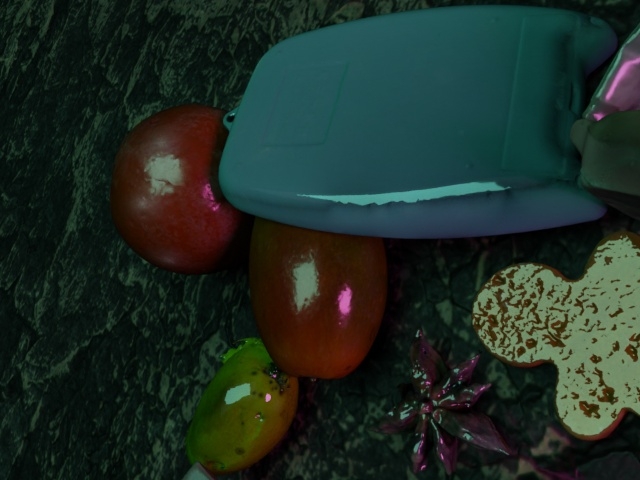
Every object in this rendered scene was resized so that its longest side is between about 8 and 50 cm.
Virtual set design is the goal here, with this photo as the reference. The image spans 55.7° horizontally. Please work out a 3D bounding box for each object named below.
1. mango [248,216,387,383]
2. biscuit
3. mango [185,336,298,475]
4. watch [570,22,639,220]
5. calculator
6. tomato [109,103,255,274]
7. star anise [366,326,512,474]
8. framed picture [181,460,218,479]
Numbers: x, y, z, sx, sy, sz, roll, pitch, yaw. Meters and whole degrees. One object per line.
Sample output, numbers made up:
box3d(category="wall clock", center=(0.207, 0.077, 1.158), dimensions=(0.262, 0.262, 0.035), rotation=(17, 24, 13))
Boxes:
box3d(category="mango", center=(-0.004, 0.003, 0.644), dimensions=(0.146, 0.129, 0.289), rotation=(-25, 52, 29))
box3d(category="biscuit", center=(0.237, 0.077, 0.466), dimensions=(0.250, 0.036, 0.165), rotation=(10, 80, 39))
box3d(category="mango", center=(-0.087, 0.190, 0.665), dimensions=(0.178, 0.100, 0.119), rotation=(-54, 11, 23))
box3d(category="watch", center=(0.310, -0.110, 0.362), dimensions=(0.253, 0.162, 0.241), rotation=(25, 98, 48))
box3d(category="calculator", center=(0.067, -0.122, 0.583), dimensions=(0.387, 0.054, 0.256), rotation=(3, 63, 26))
box3d(category="tomato", center=(-0.155, -0.060, 0.738), dimensions=(0.185, 0.208, 0.208), rotation=(-7, 69, 23))
box3d(category="star anise", center=(0.112, 0.151, 0.531), dimensions=(0.129, 0.056, 0.124), rotation=(28, 93, 43))
box3d(category="framed picture", center=(-0.145, 0.471, 0.507), dimensions=(0.326, 0.028, 0.446), rotation=(34, 77, 30))
